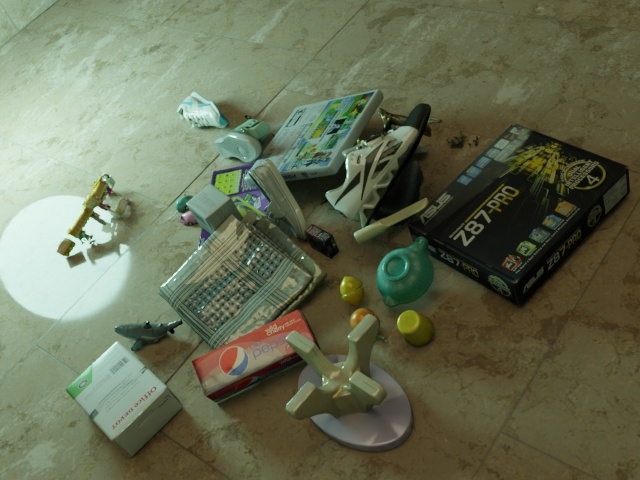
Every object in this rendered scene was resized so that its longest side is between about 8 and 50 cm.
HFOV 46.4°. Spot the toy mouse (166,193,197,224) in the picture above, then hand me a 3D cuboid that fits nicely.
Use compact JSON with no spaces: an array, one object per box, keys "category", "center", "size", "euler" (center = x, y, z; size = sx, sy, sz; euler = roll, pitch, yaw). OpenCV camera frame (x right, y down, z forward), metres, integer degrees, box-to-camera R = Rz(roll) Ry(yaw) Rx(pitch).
[{"category":"toy mouse","center":[-0.371,-0.090,2.092],"size":[0.143,0.031,0.161],"euler":[-18,45,6]}]

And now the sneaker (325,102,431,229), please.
[{"category":"sneaker","center":[0.132,-0.201,1.740],"size":[0.146,0.122,0.330],"euler":[33,85,9]}]

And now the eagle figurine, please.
[{"category":"eagle figurine","center":[0.153,-0.184,1.889],"size":[0.226,0.225,0.298],"euler":[-173,103,-79]}]

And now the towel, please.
[{"category":"towel","center":[-0.192,0.095,1.792],"size":[0.324,0.056,0.312],"euler":[-44,55,-12]}]

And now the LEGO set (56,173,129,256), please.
[{"category":"LEGO set","center":[-0.645,-0.067,2.163],"size":[0.132,0.107,0.287],"euler":[-28,36,50]}]

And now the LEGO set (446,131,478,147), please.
[{"category":"LEGO set","center":[0.371,-0.257,1.954],"size":[0.083,0.023,0.054],"euler":[22,62,21]}]

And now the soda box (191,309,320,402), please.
[{"category":"soda box","center":[-0.138,0.252,1.628],"size":[0.263,0.083,0.092],"euler":[-27,66,-2]}]

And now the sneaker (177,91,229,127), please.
[{"category":"sneaker","center":[-0.366,-0.389,2.339],"size":[0.092,0.087,0.229],"euler":[-45,41,-10]}]

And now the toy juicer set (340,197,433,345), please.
[{"category":"toy juicer set","center":[0.150,0.077,1.668],"size":[0.209,0.089,0.329],"euler":[-8,63,27]}]

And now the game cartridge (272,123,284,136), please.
[{"category":"game cartridge","center":[-0.099,-0.320,2.205],"size":[0.083,0.017,0.056],"euler":[14,52,32]}]

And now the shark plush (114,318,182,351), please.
[{"category":"shark plush","center":[-0.411,0.219,1.798],"size":[0.161,0.067,0.073],"euler":[-3,48,20]}]

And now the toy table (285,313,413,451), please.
[{"category":"toy table","center":[0.050,0.284,1.485],"size":[0.274,0.161,0.252],"euler":[14,56,33]}]

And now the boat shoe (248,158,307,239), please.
[{"category":"boat shoe","center":[-0.109,-0.092,1.888],"size":[0.081,0.079,0.227],"euler":[-29,87,-10]}]

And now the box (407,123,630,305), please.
[{"category":"box","center":[0.447,-0.072,1.695],"size":[0.395,0.097,0.318],"euler":[-42,45,-16]}]

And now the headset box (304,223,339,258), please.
[{"category":"headset box","center":[0.000,0.000,1.835],"size":[0.083,0.062,0.032],"euler":[29,64,38]}]

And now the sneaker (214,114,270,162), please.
[{"category":"sneaker","center":[-0.197,-0.301,2.130],"size":[0.151,0.094,0.256],"euler":[-38,23,-17]}]

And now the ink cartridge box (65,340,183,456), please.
[{"category":"ink cartridge box","center":[-0.439,0.351,1.669],"size":[0.160,0.092,0.219],"euler":[-44,48,-18]}]

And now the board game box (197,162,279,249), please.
[{"category":"board game box","center":[-0.210,-0.073,2.003],"size":[0.208,0.056,0.346],"euler":[-12,46,17]}]

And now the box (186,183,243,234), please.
[{"category":"box","center":[-0.269,-0.071,1.922],"size":[0.087,0.102,0.101],"euler":[-42,47,-15]}]

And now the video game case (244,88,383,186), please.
[{"category":"video game case","center":[-0.016,-0.275,2.009],"size":[0.300,0.036,0.329],"euler":[-4,41,39]}]
